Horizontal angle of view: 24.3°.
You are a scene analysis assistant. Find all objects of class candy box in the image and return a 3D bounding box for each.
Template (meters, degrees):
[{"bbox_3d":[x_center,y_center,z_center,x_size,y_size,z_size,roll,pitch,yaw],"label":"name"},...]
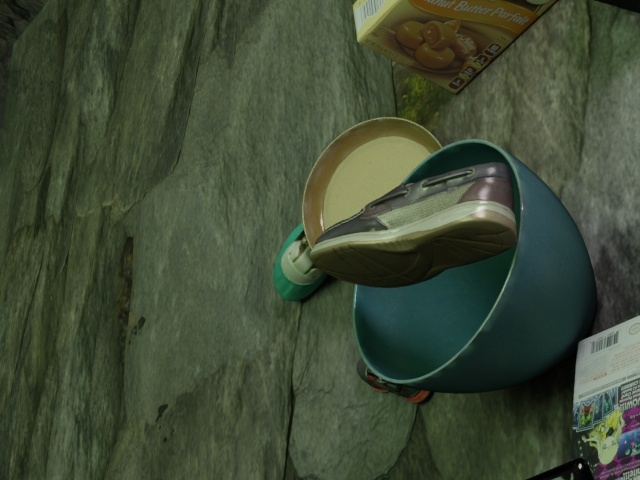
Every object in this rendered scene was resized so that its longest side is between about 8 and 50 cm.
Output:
[{"bbox_3d":[0.211,-0.353,1.995,0.316,0.183,0.087,-42,38,36],"label":"candy box"}]

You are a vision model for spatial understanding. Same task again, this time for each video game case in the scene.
[{"bbox_3d":[0.353,0.164,1.523,0.232,0.042,0.210,-32,39,45],"label":"video game case"}]

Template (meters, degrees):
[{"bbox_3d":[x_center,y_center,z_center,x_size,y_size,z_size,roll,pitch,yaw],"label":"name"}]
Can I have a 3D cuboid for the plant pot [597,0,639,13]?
[{"bbox_3d":[0.373,-0.373,1.765,0.167,0.187,0.188,-66,27,27],"label":"plant pot"}]

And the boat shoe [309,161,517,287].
[{"bbox_3d":[0.103,-0.017,1.622,0.285,0.103,0.092,-18,49,48],"label":"boat shoe"}]

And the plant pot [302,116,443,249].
[{"bbox_3d":[0.083,-0.055,2.062,0.236,0.032,0.236,-9,71,28],"label":"plant pot"}]

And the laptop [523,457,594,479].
[{"bbox_3d":[0.174,0.491,1.501,0.408,0.236,0.382,-26,60,15],"label":"laptop"}]

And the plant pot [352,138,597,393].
[{"bbox_3d":[0.201,0.055,1.703,0.290,0.195,0.290,-38,39,40],"label":"plant pot"}]

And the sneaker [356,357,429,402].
[{"bbox_3d":[0.084,0.167,1.945,0.158,0.065,0.061,9,77,60],"label":"sneaker"}]

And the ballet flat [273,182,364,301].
[{"bbox_3d":[0.000,0.000,2.168,0.247,0.083,0.087,-50,-2,22],"label":"ballet flat"}]
